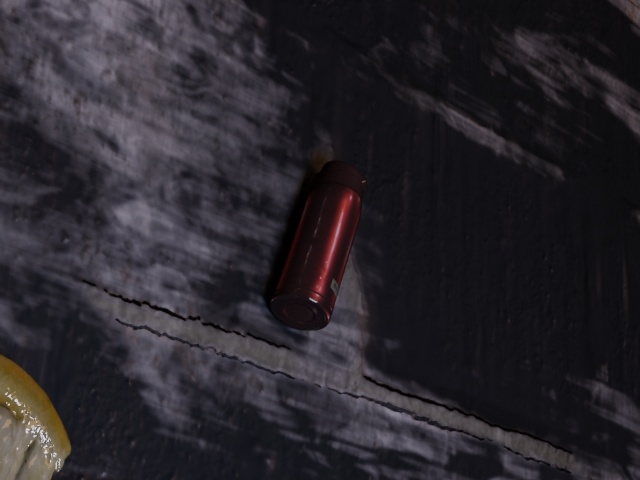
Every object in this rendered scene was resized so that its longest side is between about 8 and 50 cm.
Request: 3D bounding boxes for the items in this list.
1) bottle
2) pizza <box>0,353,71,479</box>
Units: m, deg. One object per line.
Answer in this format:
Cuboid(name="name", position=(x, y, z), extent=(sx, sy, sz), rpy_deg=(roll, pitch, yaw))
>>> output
Cuboid(name="bottle", position=(0.000, 0.000, 1.395), extent=(0.060, 0.060, 0.164), rpy_deg=(42, 49, -30))
Cuboid(name="pizza", position=(-0.271, 0.179, 1.042), extent=(0.181, 0.034, 0.262), rpy_deg=(44, 48, -30))
